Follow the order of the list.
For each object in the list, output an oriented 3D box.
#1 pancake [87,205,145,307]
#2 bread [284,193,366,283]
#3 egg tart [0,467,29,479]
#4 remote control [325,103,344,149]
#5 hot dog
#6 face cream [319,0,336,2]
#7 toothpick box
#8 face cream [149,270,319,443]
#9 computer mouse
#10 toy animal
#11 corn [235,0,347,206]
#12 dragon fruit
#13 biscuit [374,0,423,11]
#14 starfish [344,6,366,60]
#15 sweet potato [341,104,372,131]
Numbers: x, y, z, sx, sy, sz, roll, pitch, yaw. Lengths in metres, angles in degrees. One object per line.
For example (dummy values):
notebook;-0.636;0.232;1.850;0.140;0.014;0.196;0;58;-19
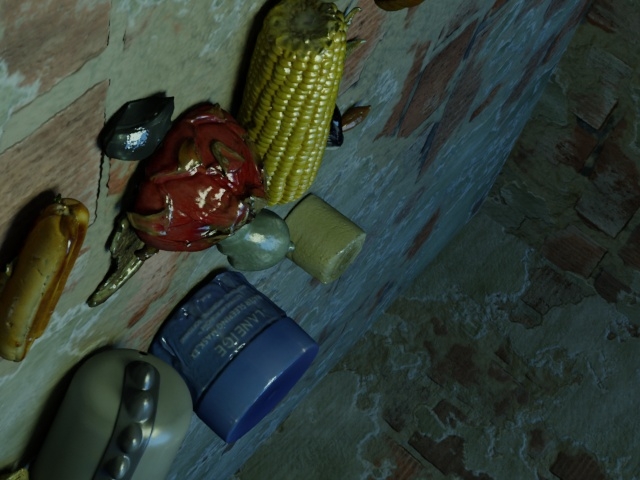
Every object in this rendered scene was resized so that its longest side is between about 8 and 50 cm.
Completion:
pancake;-0.279;0.014;1.735;0.184;0.020;0.190;-49;167;-11
bread;0.000;0.000;2.422;0.134;0.141;0.148;-51;167;-12
egg tart;-0.512;0.407;1.921;0.129;0.049;0.129;-55;170;-15
remote control;-0.004;-0.190;1.997;0.266;0.090;0.066;46;60;-87
hot dog;-0.351;0.051;1.471;0.250;0.076;0.104;-57;-173;35
face cream;-0.048;-0.359;1.426;0.137;0.084;0.341;-45;162;13
toothpick box;-0.328;0.318;1.943;0.229;0.229;0.316;-35;158;-54
face cream;-0.164;0.209;2.223;0.249;0.225;0.249;-47;168;-13
computer mouse;-0.215;-0.134;1.493;0.135;0.047;0.079;-39;163;-53
toy animal;-0.134;-0.028;1.947;0.236;0.138;0.108;50;47;-63
corn;-0.050;-0.190;1.737;0.144;0.144;0.387;-45;162;-30
dragon fruit;-0.144;-0.060;1.673;0.223;0.148;0.218;-53;165;-27
biscuit;0.187;-0.466;1.663;0.359;0.046;0.359;-50;-159;27
starfish;0.016;-0.282;1.947;0.217;0.050;0.223;-51;175;-41
sweet potato;0.057;-0.226;2.258;0.095;0.034;0.034;-35;161;-23
